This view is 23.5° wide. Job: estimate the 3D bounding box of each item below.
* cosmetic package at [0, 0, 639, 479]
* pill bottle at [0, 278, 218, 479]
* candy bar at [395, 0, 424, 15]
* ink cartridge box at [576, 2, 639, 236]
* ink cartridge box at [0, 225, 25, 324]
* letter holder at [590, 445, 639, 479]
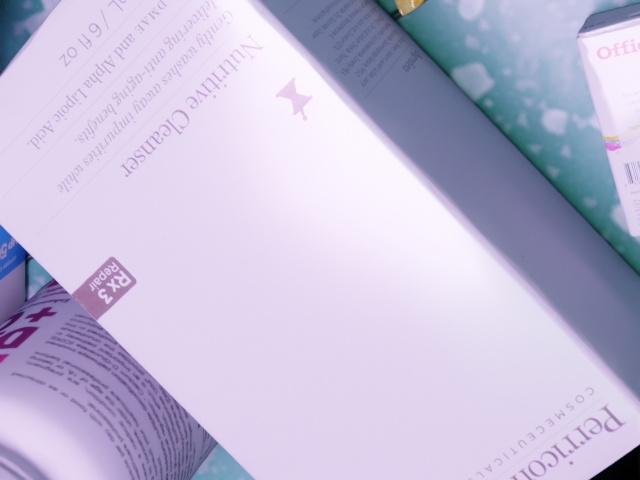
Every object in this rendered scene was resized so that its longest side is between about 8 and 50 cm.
[{"bbox_3d":[0.000,0.000,0.892,0.385,0.156,0.217,45,116,-3],"label":"cosmetic package"},{"bbox_3d":[-0.167,0.133,0.930,0.160,0.283,0.160,6,113,15],"label":"pill bottle"},{"bbox_3d":[0.102,-0.182,0.861,0.161,0.018,0.040,-28,101,27],"label":"candy bar"},{"bbox_3d":[0.202,-0.074,0.854,0.088,0.052,0.122,-12,109,22],"label":"ink cartridge box"},{"bbox_3d":[-0.286,0.063,1.051,0.148,0.086,0.203,11,114,13],"label":"ink cartridge box"},{"bbox_3d":[0.207,0.290,0.878,0.152,0.214,0.302,10,122,42],"label":"letter holder"}]
